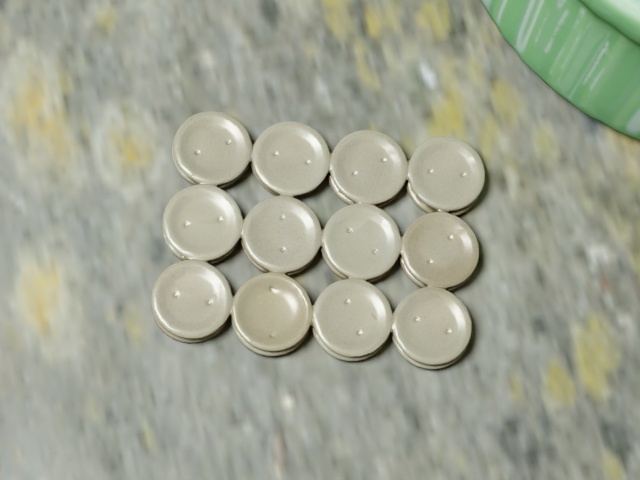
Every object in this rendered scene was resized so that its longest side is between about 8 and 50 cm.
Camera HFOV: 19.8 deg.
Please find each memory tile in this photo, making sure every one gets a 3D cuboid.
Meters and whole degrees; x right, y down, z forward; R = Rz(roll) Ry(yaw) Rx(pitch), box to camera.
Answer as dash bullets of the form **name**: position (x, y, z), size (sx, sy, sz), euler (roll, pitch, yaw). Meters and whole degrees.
- **memory tile**: position (0.000, 0.000, 0.844), size (0.148, 0.012, 0.113), euler (7, 72, -4)

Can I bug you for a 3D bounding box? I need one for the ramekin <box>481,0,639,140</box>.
- **ramekin**: position (0.204, -0.184, 0.852), size (0.303, 0.148, 0.303), euler (2, 72, -6)
